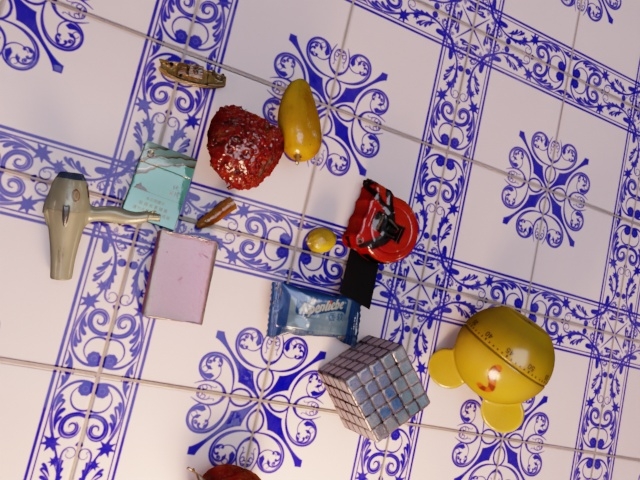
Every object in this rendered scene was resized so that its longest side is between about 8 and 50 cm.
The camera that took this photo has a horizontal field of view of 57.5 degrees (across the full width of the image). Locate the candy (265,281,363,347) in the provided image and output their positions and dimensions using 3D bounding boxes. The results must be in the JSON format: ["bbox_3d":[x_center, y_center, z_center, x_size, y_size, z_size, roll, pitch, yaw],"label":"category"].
[{"bbox_3d":[-0.016,0.243,1.883,0.331,0.077,0.187,9,90,-26],"label":"candy"}]

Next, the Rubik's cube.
[{"bbox_3d":[0.167,0.475,1.891,0.237,0.238,0.237,-31,99,-21],"label":"Rubik's cube"}]

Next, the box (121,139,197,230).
[{"bbox_3d":[-0.479,-0.162,1.735,0.162,0.041,0.229,21,81,-21],"label":"box"}]

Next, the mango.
[{"bbox_3d":[-0.065,-0.381,1.862,0.176,0.119,0.316,24,61,-54],"label":"mango"}]

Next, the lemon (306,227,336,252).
[{"bbox_3d":[0.000,0.000,1.916,0.111,0.082,0.082,-11,93,-27],"label":"lemon"}]

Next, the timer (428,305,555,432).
[{"bbox_3d":[0.616,0.432,2.054,0.376,0.376,0.387,32,99,-19],"label":"timer"}]

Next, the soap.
[{"bbox_3d":[-0.417,0.111,1.733,0.181,0.081,0.259,12,85,-22],"label":"soap"}]

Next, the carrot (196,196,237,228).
[{"bbox_3d":[-0.323,-0.077,1.801,0.139,0.048,0.048,-39,103,-17],"label":"carrot"}]

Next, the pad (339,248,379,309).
[{"bbox_3d":[0.133,0.127,1.968,0.127,0.004,0.190,31,50,-19],"label":"pad"}]

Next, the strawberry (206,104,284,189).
[{"bbox_3d":[-0.219,-0.283,1.738,0.220,0.274,0.274,-16,95,2],"label":"strawberry"}]

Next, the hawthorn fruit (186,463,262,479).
[{"bbox_3d":[-0.296,0.753,1.699,0.272,0.242,0.242,43,73,-8],"label":"hawthorn fruit"}]

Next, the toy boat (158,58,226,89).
[{"bbox_3d":[-0.388,-0.505,1.768,0.206,0.072,0.064,8,83,-24],"label":"toy boat"}]

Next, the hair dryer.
[{"bbox_3d":[-0.642,-0.010,1.624,0.298,0.119,0.296,28,90,-19],"label":"hair dryer"}]

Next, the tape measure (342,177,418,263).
[{"bbox_3d":[0.214,-0.049,1.992,0.260,0.114,0.253,27,79,-20],"label":"tape measure"}]
